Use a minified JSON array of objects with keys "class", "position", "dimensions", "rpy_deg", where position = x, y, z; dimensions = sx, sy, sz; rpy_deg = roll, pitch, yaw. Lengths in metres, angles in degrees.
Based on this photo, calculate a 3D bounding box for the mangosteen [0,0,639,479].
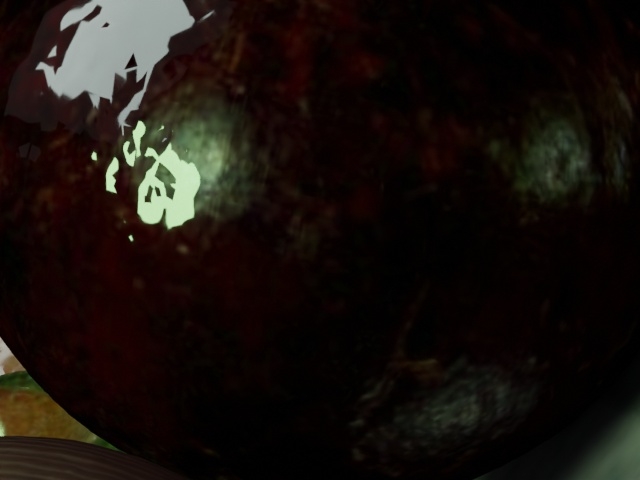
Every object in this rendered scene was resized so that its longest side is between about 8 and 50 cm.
[{"class":"mangosteen","position":[0.000,0.000,0.530],"dimensions":[0.235,0.235,0.261],"rpy_deg":[-59,-27,-51]}]

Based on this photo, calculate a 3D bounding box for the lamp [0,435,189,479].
[{"class":"lamp","position":[-0.068,0.140,0.332],"dimensions":[0.180,0.180,0.258],"rpy_deg":[-47,6,21]}]

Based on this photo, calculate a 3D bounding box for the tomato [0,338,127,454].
[{"class":"tomato","position":[-0.080,0.083,0.685],"dimensions":[0.167,0.167,0.167],"rpy_deg":[-49,8,9]}]
